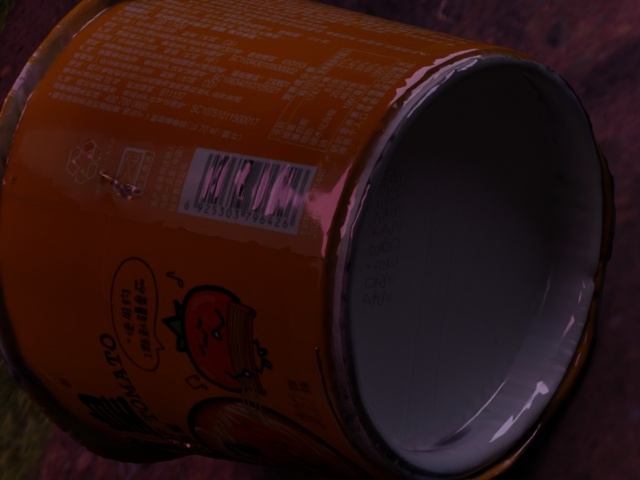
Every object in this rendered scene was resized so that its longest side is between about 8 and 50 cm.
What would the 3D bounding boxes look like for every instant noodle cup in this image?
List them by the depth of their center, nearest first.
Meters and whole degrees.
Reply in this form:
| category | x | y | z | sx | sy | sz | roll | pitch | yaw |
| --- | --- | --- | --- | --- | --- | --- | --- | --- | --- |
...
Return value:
| category | x | y | z | sx | sy | sz | roll | pitch | yaw |
| --- | --- | --- | --- | --- | --- | --- | --- | --- | --- |
| instant noodle cup | 0.000 | 0.000 | 0.680 | 0.172 | 0.216 | 0.215 | 11 | 70 | 42 |
